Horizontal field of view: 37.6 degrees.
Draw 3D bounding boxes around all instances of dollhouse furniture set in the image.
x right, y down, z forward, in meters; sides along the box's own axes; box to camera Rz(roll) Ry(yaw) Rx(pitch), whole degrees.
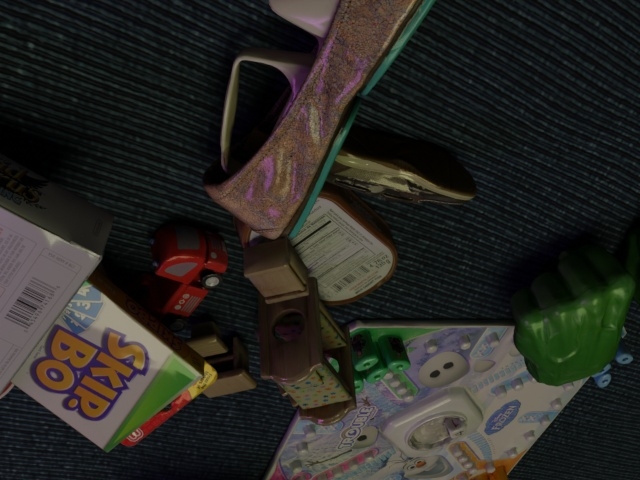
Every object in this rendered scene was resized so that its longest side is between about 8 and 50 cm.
[{"bbox_3d":[-0.071,0.103,0.875,0.161,0.101,0.182,-14,145,14],"label":"dollhouse furniture set"}]

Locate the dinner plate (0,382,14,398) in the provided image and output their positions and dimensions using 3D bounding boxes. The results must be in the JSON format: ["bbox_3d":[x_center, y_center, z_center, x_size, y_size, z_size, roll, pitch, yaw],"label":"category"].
[{"bbox_3d":[-0.354,0.120,0.878,0.141,0.017,0.141,-11,140,-9],"label":"dinner plate"}]

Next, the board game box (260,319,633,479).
[{"bbox_3d":[0.147,0.243,1.192,0.390,0.050,0.390,2,135,-24],"label":"board game box"}]

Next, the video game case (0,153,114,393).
[{"bbox_3d":[-0.327,0.024,0.696,0.244,0.061,0.269,30,121,-22],"label":"video game case"}]

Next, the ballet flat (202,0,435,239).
[{"bbox_3d":[-0.003,-0.130,0.680,0.106,0.107,0.316,28,122,-7],"label":"ballet flat"}]

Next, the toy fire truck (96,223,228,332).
[{"bbox_3d":[-0.185,0.051,0.846,0.135,0.047,0.192,19,126,-34],"label":"toy fire truck"}]

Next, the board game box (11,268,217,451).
[{"bbox_3d":[-0.217,0.082,0.805,0.124,0.039,0.259,-39,118,15],"label":"board game box"}]

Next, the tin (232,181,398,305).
[{"bbox_3d":[0.000,0.000,0.874,0.106,0.040,0.190,-38,137,14],"label":"tin"}]

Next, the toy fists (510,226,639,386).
[{"bbox_3d":[0.335,0.051,1.017,0.279,0.096,0.142,-19,141,-6],"label":"toy fists"}]

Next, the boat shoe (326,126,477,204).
[{"bbox_3d":[0.066,-0.059,0.824,0.152,0.056,0.049,17,133,-23],"label":"boat shoe"}]
